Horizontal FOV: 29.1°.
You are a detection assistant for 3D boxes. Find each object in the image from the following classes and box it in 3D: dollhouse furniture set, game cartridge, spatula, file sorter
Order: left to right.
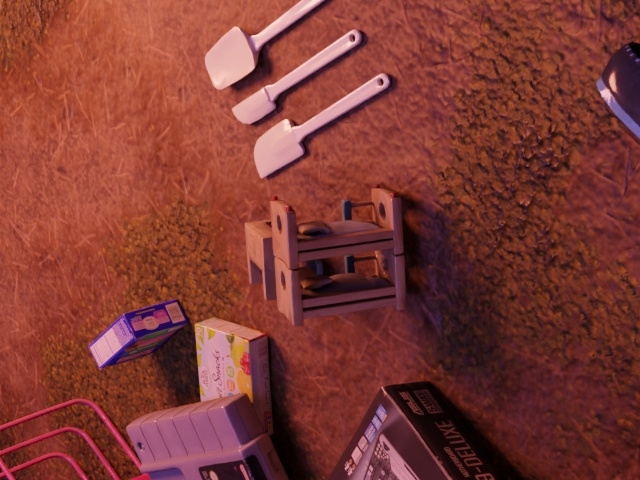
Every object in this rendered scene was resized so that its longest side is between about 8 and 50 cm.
[{"bbox_3d":[-0.403,0.402,1.813,0.182,0.202,0.290,49,131,25],"label":"file sorter"},{"bbox_3d":[-0.105,0.377,1.589,0.230,0.068,0.355,-18,97,50],"label":"game cartridge"},{"bbox_3d":[-0.031,-0.188,1.388,0.242,0.019,0.168,-28,82,45],"label":"spatula"},{"bbox_3d":[0.000,0.000,1.373,0.184,0.129,0.129,-144,49,-68],"label":"dollhouse furniture set"}]

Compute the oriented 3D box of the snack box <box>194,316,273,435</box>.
[{"bbox_3d":[-0.110,0.177,1.569,0.100,0.037,0.141,13,113,41],"label":"snack box"}]

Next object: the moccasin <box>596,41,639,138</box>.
[{"bbox_3d":[0.386,-0.072,0.968,0.342,0.138,0.116,35,122,14],"label":"moccasin"}]

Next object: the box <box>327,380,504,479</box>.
[{"bbox_3d":[0.093,0.348,1.351,0.242,0.077,0.307,54,130,36],"label":"box"}]

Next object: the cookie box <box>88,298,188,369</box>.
[{"bbox_3d":[-0.243,0.126,1.643,0.107,0.092,0.040,-39,72,44],"label":"cookie box"}]
